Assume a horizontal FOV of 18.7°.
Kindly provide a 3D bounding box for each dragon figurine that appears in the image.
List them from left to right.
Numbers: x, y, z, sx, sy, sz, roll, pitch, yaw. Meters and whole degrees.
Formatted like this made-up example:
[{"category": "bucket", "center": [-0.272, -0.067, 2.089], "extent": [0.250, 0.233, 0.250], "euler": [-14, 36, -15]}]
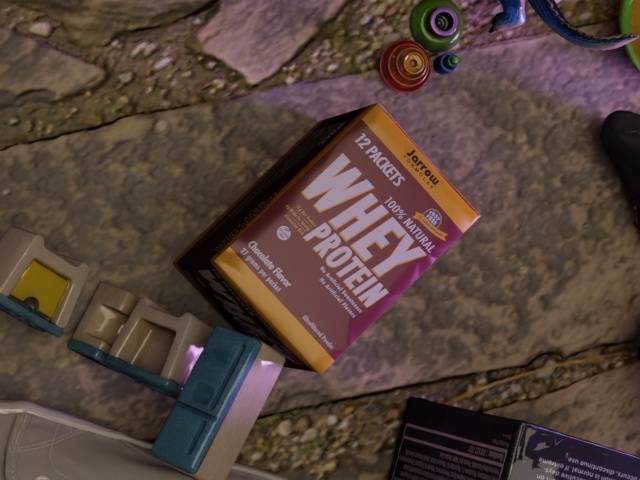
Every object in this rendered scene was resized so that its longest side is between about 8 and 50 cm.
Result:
[{"category": "dragon figurine", "center": [0.159, -0.268, 1.692], "extent": [0.085, 0.289, 0.144], "euler": [-26, 133, -12]}]

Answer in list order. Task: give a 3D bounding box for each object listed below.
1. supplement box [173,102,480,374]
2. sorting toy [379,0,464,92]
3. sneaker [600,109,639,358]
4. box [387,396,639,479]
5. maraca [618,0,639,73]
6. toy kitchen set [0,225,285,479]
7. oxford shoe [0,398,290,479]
[{"category": "supplement box", "center": [0.000, 0.000, 1.646], "extent": [0.191, 0.194, 0.129], "euler": [-44, 99, -12]}, {"category": "sorting toy", "center": [0.100, -0.175, 1.754], "extent": [0.061, 0.042, 0.102], "euler": [39, 80, -11]}, {"category": "sneaker", "center": [0.324, 0.024, 1.779], "extent": [0.281, 0.106, 0.162], "euler": [45, 82, -10]}, {"category": "box", "center": [0.156, 0.303, 1.630], "extent": [0.182, 0.296, 0.294], "euler": [18, 85, -14]}, {"category": "maraca", "center": [0.345, -0.193, 1.794], "extent": [0.185, 0.099, 0.127], "euler": [38, 90, -36]}, {"category": "toy kitchen set", "center": [-0.170, 0.092, 1.578], "extent": [0.166, 0.207, 0.122], "euler": [37, 76, -45]}, {"category": "oxford shoe", "center": [-0.203, 0.236, 1.605], "extent": [0.449, 0.130, 0.169], "euler": [11, 108, -15]}]
